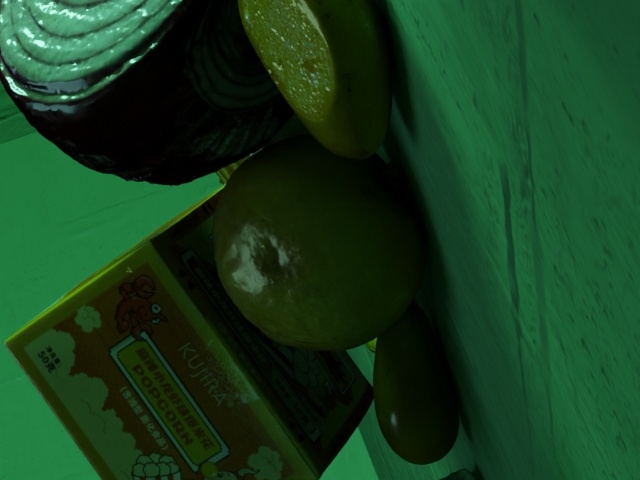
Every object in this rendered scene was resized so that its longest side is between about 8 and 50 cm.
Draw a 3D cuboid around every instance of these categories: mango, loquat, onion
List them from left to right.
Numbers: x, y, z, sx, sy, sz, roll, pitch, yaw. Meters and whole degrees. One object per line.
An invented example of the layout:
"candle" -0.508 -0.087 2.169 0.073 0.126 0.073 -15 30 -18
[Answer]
"onion" -0.116 -0.206 1.598 0.282 0.337 0.260 11 165 42
"loquat" 0.000 0.000 1.637 0.208 0.208 0.208 161 90 -86
"mango" 0.009 -0.159 1.445 0.141 0.102 0.217 26 145 48
"mango" 0.092 0.146 1.797 0.102 0.084 0.184 -97 -6 -67

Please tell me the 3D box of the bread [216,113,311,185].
"bread" -0.061 -0.113 1.836 0.246 0.111 0.239 52 170 31

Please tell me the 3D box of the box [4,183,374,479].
"box" -0.119 0.128 1.775 0.283 0.214 0.259 54 -161 -4

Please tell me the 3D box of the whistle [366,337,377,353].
"whistle" 0.094 0.149 2.096 0.109 0.046 0.057 -124 29 -53

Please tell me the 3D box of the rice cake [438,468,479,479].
"rice cake" 0.148 0.319 1.999 0.070 0.064 0.399 60 174 12
